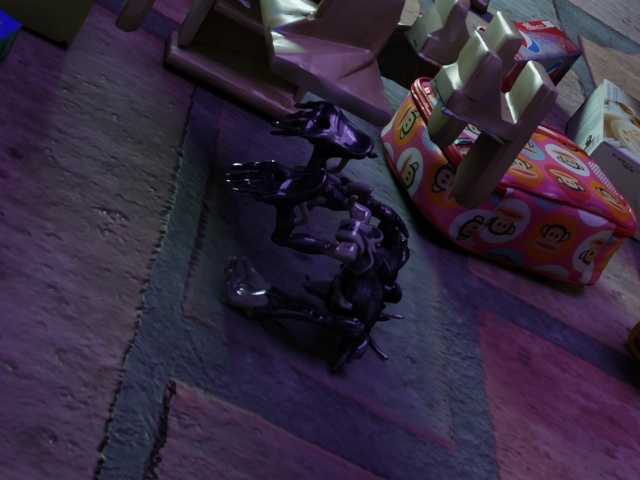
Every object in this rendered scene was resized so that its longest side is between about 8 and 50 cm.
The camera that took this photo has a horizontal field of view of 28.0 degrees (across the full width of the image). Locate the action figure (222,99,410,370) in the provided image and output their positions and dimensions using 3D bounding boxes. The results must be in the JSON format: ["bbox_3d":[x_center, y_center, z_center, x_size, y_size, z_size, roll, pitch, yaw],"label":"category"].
[{"bbox_3d":[0.000,0.000,1.145,0.141,0.276,0.164,17,59,26],"label":"action figure"}]

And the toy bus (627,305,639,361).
[{"bbox_3d":[0.477,0.100,1.552,0.332,0.130,0.108,-9,53,-52],"label":"toy bus"}]

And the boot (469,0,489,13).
[{"bbox_3d":[0.239,-0.412,2.145,0.114,0.037,0.106,34,31,-13],"label":"boot"}]

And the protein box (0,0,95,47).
[{"bbox_3d":[-0.271,-0.350,1.328,0.136,0.200,0.201,24,31,-21],"label":"protein box"}]

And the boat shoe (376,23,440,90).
[{"bbox_3d":[0.097,-0.246,1.659,0.223,0.080,0.073,19,17,17],"label":"boat shoe"}]

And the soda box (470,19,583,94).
[{"bbox_3d":[0.294,-0.269,1.932,0.083,0.092,0.263,47,30,16],"label":"soda box"}]

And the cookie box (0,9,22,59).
[{"bbox_3d":[-0.342,-0.196,1.192,0.092,0.040,0.107,35,29,-3],"label":"cookie box"}]

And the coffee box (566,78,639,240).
[{"bbox_3d":[0.438,-0.122,1.866,0.141,0.098,0.246,34,29,-5],"label":"coffee box"}]

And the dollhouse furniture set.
[{"bbox_3d":[-0.025,-0.194,1.266,0.362,0.256,0.394,25,24,-18],"label":"dollhouse furniture set"}]

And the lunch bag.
[{"bbox_3d":[0.221,-0.081,1.566,0.293,0.120,0.258,18,29,-29],"label":"lunch bag"}]
